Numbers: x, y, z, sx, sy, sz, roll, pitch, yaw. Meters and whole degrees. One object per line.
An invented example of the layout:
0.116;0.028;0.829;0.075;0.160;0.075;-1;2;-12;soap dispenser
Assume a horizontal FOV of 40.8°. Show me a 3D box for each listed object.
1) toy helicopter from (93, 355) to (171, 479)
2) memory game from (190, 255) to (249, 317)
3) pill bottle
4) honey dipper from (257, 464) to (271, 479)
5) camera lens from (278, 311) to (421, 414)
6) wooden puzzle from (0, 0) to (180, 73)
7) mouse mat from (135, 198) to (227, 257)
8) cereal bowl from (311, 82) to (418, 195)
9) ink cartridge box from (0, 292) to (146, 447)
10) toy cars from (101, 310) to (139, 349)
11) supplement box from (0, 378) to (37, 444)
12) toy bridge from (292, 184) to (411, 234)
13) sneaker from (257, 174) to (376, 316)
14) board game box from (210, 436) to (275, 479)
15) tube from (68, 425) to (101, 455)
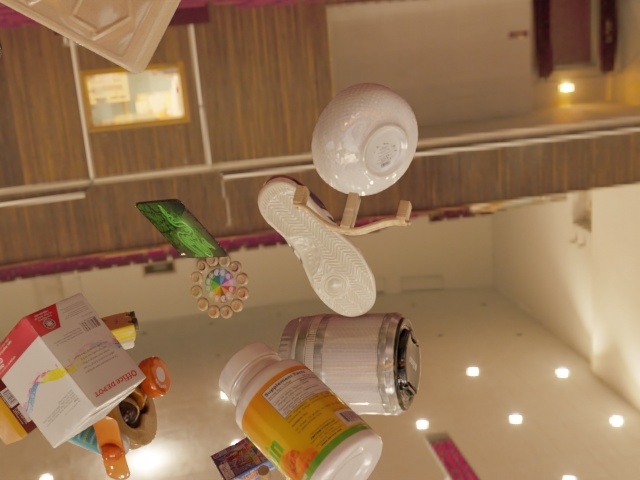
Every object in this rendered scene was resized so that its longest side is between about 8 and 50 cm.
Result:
-0.427;0.315;1.641;0.140;0.235;0.355;-20;148;18;toy helicopter
-0.281;0.126;2.382;0.186;0.186;0.012;2;-176;21;memory game
-0.038;0.262;1.264;0.136;0.136;0.245;-18;-135;-40;pill bottle
-0.130;0.606;2.134;0.030;0.161;0.031;-3;-130;4;honey dipper
0.070;0.268;1.877;0.274;0.220;0.219;-3;-165;19;camera lens
-0.420;-0.528;1.599;0.347;0.322;0.080;27;176;-19;wooden puzzle
-0.303;-0.023;1.877;0.152;0.190;0.007;-3;-132;40;mouse mat
0.151;-0.279;2.492;0.338;0.339;0.141;-14;-151;-29;cereal bowl
-0.388;0.199;1.323;0.127;0.176;0.128;-43;172;27;ink cartridge box
-0.623;0.256;2.352;0.393;0.087;0.176;-4;-169;33;toy cars
-0.776;0.388;2.240;0.194;0.191;0.129;-39;-171;-40;supplement box
0.046;-0.041;1.308;0.188;0.063;0.026;10;160;18;toy bridge
0.000;0.000;1.814;0.131;0.350;0.148;-32;-164;8;sneaker
-0.208;0.587;2.280;0.136;0.035;0.201;-25;-167;-13;board game box
-0.477;0.430;1.866;0.207;0.080;0.052;1;154;41;tube
